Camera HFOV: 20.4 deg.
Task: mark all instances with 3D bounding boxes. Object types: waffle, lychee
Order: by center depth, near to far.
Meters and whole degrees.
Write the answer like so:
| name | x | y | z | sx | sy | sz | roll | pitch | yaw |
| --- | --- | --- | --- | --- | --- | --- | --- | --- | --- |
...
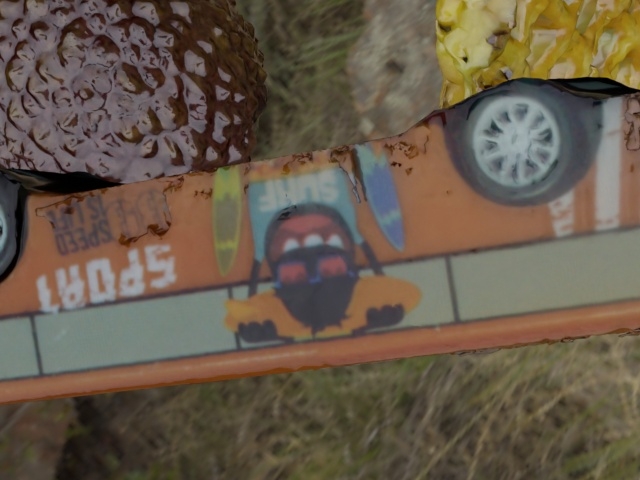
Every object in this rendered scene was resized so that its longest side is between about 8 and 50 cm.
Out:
| name | x | y | z | sx | sy | sz | roll | pitch | yaw |
| --- | --- | --- | --- | --- | --- | --- | --- | --- | --- |
| lychee | -0.123 | -0.091 | 1.020 | 0.188 | 0.188 | 0.188 | 7 | 112 | 18 |
| waffle | 0.189 | -0.172 | 1.329 | 0.095 | 0.379 | 0.382 | 15 | 116 | 29 |

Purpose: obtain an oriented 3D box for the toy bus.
| name | x | y | z | sx | sy | sz | roll | pitch | yaw |
| --- | --- | --- | --- | --- | --- | --- | --- | --- | --- |
| toy bus | 0.000 | 0.000 | 0.639 | 0.408 | 0.093 | 0.092 | -8 | 89 | 22 |
